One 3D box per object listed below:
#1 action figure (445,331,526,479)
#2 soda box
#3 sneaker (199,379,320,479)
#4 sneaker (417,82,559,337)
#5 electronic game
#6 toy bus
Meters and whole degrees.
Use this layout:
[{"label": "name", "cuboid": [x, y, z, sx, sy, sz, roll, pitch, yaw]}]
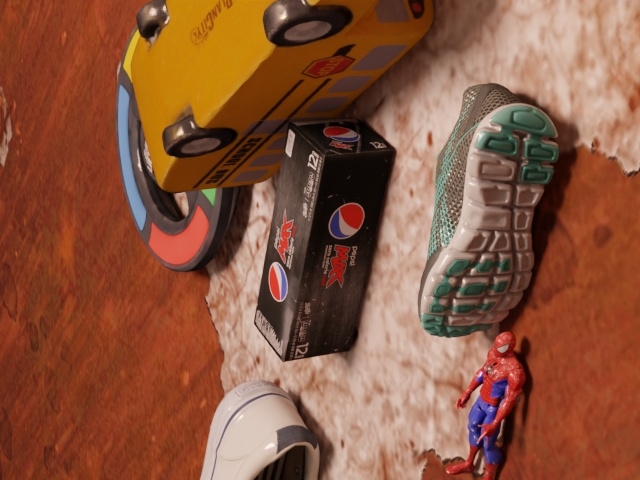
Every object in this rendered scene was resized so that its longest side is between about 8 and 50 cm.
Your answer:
[{"label": "action figure", "cuboid": [0.102, 0.105, 0.852, 0.038, 0.030, 0.115, -128, 43, -51]}, {"label": "soda box", "cuboid": [0.000, 0.000, 0.978, 0.053, 0.060, 0.169, 46, 134, 46]}, {"label": "sneaker", "cuboid": [-0.060, 0.241, 1.103, 0.091, 0.094, 0.258, -135, 47, -54]}, {"label": "sneaker", "cuboid": [0.093, -0.019, 0.823, 0.076, 0.065, 0.166, -109, 30, -54]}, {"label": "electronic game", "cuboid": [-0.129, -0.086, 1.204, 0.229, 0.048, 0.229, 19, 113, 58]}, {"label": "toy bus", "cuboid": [-0.032, -0.138, 0.932, 0.333, 0.130, 0.108, -37, 63, 57]}]
